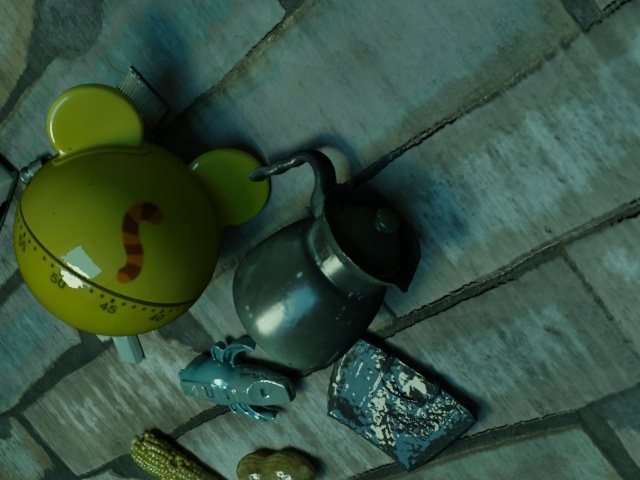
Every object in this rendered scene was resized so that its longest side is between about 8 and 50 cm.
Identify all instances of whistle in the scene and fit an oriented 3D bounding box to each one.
[{"bbox_3d":[-0.171,0.277,1.673,0.274,0.093,0.186,2,119,31],"label":"whistle"}]

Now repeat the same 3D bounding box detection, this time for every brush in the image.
[{"bbox_3d":[-0.363,-0.194,1.548,0.103,0.013,0.272,47,135,0],"label":"brush"}]

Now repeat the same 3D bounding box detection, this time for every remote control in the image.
[{"bbox_3d":[-0.431,0.194,1.839,0.061,0.029,0.162,2,119,33],"label":"remote control"}]

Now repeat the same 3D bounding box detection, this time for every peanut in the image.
[{"bbox_3d":[-0.090,0.476,1.750,0.193,0.089,0.089,-11,112,40],"label":"peanut"}]

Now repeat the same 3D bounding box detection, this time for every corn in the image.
[{"bbox_3d":[-0.316,0.529,1.944,0.288,0.086,0.086,29,131,13],"label":"corn"}]

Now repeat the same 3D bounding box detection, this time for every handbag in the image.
[{"bbox_3d":[0.127,0.277,1.473,0.270,0.089,0.175,33,124,14],"label":"handbag"}]

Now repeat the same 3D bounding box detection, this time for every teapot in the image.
[{"bbox_3d":[0.019,0.010,1.322,0.223,0.305,0.285,18,136,-33],"label":"teapot"}]

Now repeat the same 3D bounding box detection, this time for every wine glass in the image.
[{"bbox_3d":[-0.566,-0.141,1.707,0.083,0.042,0.039,-18,136,39],"label":"wine glass"}]

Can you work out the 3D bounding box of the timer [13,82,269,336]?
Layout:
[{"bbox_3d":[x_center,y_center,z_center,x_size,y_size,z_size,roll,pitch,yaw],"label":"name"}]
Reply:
[{"bbox_3d":[-0.313,-0.042,1.417,0.376,0.376,0.387,36,110,11],"label":"timer"}]

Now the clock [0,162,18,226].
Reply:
[{"bbox_3d":[-0.790,-0.116,1.831,0.231,0.116,0.262,43,135,3],"label":"clock"}]
